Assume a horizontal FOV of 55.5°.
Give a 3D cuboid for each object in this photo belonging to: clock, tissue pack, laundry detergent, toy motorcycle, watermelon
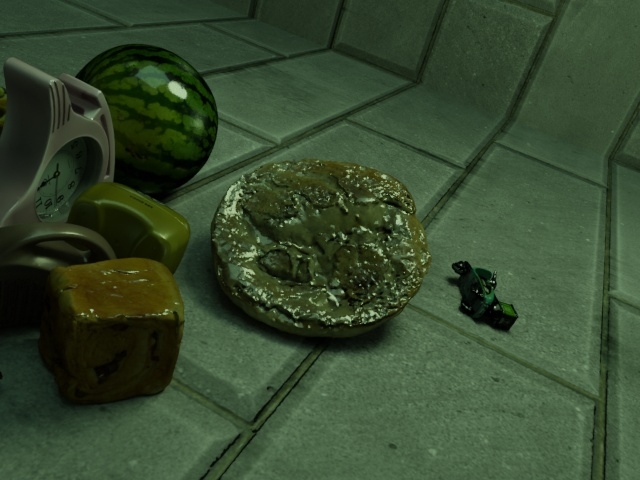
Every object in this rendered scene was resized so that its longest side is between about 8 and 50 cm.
[{"bbox_3d":[-0.424,-0.125,0.912,0.080,0.290,0.275,25,45,9],"label":"clock"},{"bbox_3d":[-0.300,-0.013,0.971,0.178,0.123,0.127,27,20,1],"label":"tissue pack"},{"bbox_3d":[-0.340,0.040,0.811,0.237,0.171,0.076,-5,52,-34],"label":"laundry detergent"},{"bbox_3d":[0.318,0.099,1.205,0.100,0.058,0.173,18,29,-15],"label":"toy motorcycle"},{"bbox_3d":[-0.341,-0.230,1.175,0.285,0.285,0.285,14,29,-8],"label":"watermelon"}]

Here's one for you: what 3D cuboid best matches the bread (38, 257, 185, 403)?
[{"bbox_3d":[-0.264,0.108,0.771,0.158,0.149,0.143,1,34,-40],"label":"bread"}]

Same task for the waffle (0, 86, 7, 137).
[{"bbox_3d":[-0.643,-0.217,1.199,0.297,0.073,0.317,-7,43,-30],"label":"waffle"}]

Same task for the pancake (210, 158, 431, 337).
[{"bbox_3d":[-0.001,0.001,1.050,0.386,0.082,0.387,4,57,-6],"label":"pancake"}]

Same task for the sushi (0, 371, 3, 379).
[{"bbox_3d":[-0.425,0.148,0.686,0.117,0.062,0.060,-8,11,-28],"label":"sushi"}]
